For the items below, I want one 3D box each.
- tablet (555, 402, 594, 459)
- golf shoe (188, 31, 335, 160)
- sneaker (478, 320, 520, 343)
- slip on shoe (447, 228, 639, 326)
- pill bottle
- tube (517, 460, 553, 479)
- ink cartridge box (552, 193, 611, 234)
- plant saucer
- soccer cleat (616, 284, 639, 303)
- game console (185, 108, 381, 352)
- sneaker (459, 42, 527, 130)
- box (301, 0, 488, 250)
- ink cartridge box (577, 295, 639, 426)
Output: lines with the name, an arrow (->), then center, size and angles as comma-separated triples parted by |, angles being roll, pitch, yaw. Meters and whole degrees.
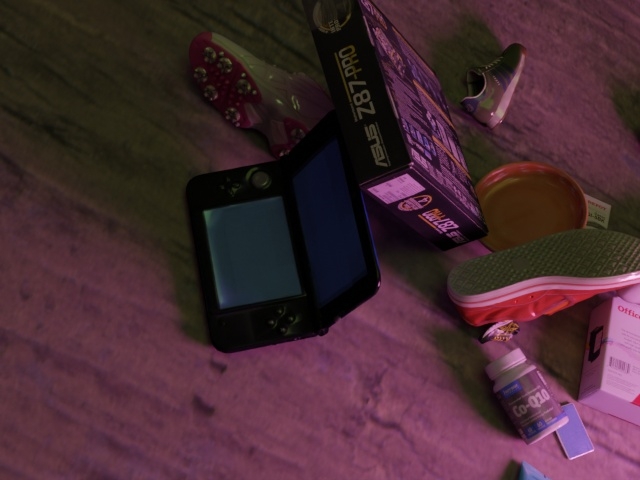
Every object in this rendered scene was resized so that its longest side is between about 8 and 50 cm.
tablet -> 0.399, 0.304, 1.788 | 0.054, 0.006, 0.083 | -14, 72, -26
golf shoe -> -0.077, -0.235, 1.823 | 0.306, 0.115, 0.140 | 43, 48, -4
sneaker -> 0.291, 0.149, 1.807 | 0.083, 0.031, 0.035 | -27, 77, -29
slip on shoe -> 0.367, 0.063, 1.777 | 0.331, 0.101, 0.123 | -13, 44, 3
pill bottle -> 0.318, 0.241, 1.745 | 0.078, 0.078, 0.137 | -24, 76, -29
tube -> 0.307, 0.432, 1.669 | 0.080, 0.052, 0.207 | 34, 53, -8
ink cartridge box -> 0.436, -0.015, 1.928 | 0.099, 0.056, 0.135 | 23, 60, -8
plant saucer -> 0.347, -0.044, 1.883 | 0.200, 0.037, 0.200 | -4, 57, 6
soccer cleat -> 0.618, 0.073, 1.884 | 0.331, 0.116, 0.143 | -17, 79, -46
game console -> -0.063, -0.013, 1.632 | 0.250, 0.173, 0.293 | -11, 68, -3
sneaker -> 0.306, -0.294, 2.009 | 0.086, 0.064, 0.192 | 29, 62, -11
box -> 0.126, -0.180, 1.726 | 0.097, 0.395, 0.318 | -21, 70, 19
ink cartridge box -> 0.505, 0.198, 1.840 | 0.127, 0.072, 0.175 | 22, 60, -9
